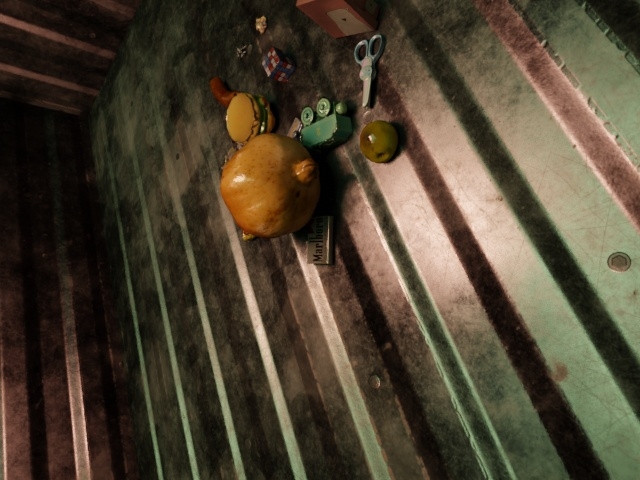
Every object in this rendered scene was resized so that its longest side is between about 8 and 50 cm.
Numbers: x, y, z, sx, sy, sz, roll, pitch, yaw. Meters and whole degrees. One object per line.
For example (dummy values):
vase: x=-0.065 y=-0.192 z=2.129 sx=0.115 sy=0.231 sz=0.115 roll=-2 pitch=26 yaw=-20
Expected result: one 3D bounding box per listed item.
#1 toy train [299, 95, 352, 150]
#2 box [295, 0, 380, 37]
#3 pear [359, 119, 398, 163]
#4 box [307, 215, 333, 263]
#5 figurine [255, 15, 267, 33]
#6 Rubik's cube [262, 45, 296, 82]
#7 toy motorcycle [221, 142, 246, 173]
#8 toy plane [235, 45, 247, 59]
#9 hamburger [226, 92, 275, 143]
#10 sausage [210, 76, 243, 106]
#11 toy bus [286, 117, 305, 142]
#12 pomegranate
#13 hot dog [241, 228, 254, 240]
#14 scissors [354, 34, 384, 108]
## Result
toy train: x=0.017 y=-0.422 z=1.661 sx=0.203 sy=0.112 sz=0.163 roll=-13 pitch=83 yaw=45
box: x=0.063 y=-0.810 z=1.573 sx=0.215 sy=0.215 sz=0.086 roll=15 pitch=86 yaw=46
pear: x=0.181 y=-0.326 z=1.485 sx=0.141 sy=0.103 sz=0.141 roll=-12 pitch=74 yaw=47
box: x=0.000 y=0.000 z=1.688 sx=0.115 sy=0.035 sz=0.178 roll=-1 pitch=86 yaw=47
figurine: x=-0.263 y=-0.982 z=2.054 sx=0.050 sy=0.047 sz=0.084 roll=-23 pitch=62 yaw=27
Rubik's cube: x=-0.174 y=-0.734 z=1.897 sx=0.092 sy=0.092 sz=0.092 roll=-45 pitch=56 yaw=35
toy motorcycle: x=-0.385 y=-0.362 z=2.098 sx=0.225 sy=0.073 sz=0.152 roll=-48 pitch=57 yaw=31
toy plane: x=-0.385 y=-0.910 z=2.180 sx=0.079 sy=0.031 sz=0.083 roll=-48 pitch=55 yaw=13
hamburger: x=-0.292 y=-0.527 z=1.963 sx=0.237 sy=0.148 sz=0.238 roll=8 pitch=101 yaw=47
sausage: x=-0.453 y=-0.705 z=2.197 sx=0.302 sy=0.076 sz=0.103 roll=42 pitch=117 yaw=40
toy bus: x=-0.110 y=-0.395 z=1.821 sx=0.191 sy=0.064 sz=0.075 roll=-58 pitch=44 yaw=26
pomegranate: x=-0.156 y=-0.201 z=1.639 sx=0.409 sy=0.409 sz=0.411 roll=-6 pitch=82 yaw=46
hot dog: x=-0.296 y=-0.109 z=1.965 sx=0.123 sy=0.093 sz=0.262 roll=36 pitch=112 yaw=41
scissors: x=0.165 y=-0.581 z=1.573 sx=0.125 sy=0.030 sz=0.257 roll=-4 pitch=81 yaw=45
